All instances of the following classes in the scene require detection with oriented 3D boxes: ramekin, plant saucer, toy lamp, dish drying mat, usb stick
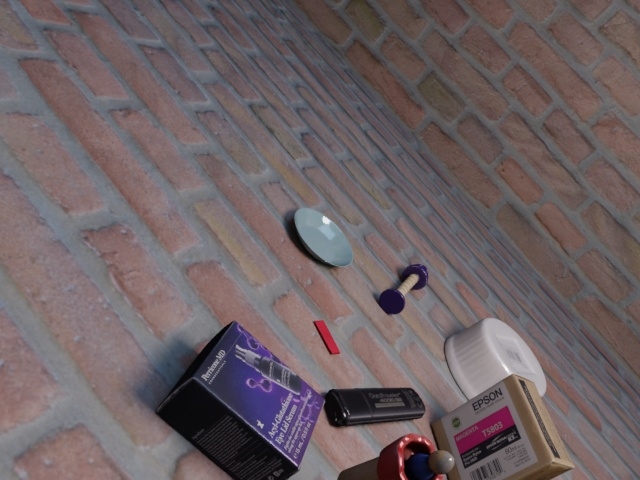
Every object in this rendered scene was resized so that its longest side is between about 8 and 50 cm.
[{"bbox_3d":[0.487,0.346,1.505,0.277,0.135,0.277,33,30,-22],"label":"ramekin"},{"bbox_3d":[0.000,0.000,1.410,0.195,0.037,0.195,33,31,-23],"label":"plant saucer"},{"bbox_3d":[0.242,0.127,1.530,0.080,0.080,0.275,49,31,7],"label":"toy lamp"},{"bbox_3d":[0.014,0.209,1.184,0.032,0.008,0.083,6,46,-51],"label":"dish drying mat"},{"bbox_3d":[0.118,0.336,1.117,0.278,0.045,0.077,14,34,-45],"label":"usb stick"}]

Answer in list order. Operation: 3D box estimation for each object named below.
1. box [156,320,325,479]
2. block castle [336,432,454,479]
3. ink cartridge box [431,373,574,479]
[{"bbox_3d":[-0.116,0.254,0.843,0.207,0.108,0.153,42,29,-7],"label":"box"},{"bbox_3d":[0.050,0.455,0.597,0.453,0.213,0.303,-21,75,-49],"label":"block castle"},{"bbox_3d":[0.366,0.421,1.134,0.088,0.235,0.193,26,33,-34],"label":"ink cartridge box"}]
